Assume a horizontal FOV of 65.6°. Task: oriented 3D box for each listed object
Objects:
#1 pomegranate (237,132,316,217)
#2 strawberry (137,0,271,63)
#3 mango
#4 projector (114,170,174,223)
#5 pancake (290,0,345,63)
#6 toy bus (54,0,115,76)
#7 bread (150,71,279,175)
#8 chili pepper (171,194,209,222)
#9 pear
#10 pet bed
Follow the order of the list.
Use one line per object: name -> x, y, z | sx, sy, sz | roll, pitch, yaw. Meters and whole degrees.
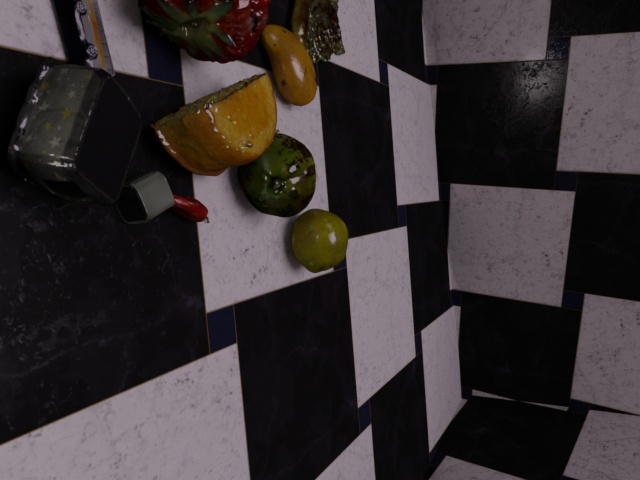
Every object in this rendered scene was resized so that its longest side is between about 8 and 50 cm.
pomegranate -> -0.094, -0.184, 1.373 | 0.276, 0.203, 0.222 | -20, 124, -56
strawberry -> -0.238, -0.568, 1.094 | 0.291, 0.291, 0.310 | 36, 72, -53
mango -> -0.088, -0.533, 1.504 | 0.157, 0.108, 0.262 | -59, 134, -37
projector -> -0.367, -0.089, 1.029 | 0.082, 0.083, 0.083 | -46, 127, -51
pancake -> 0.000, -0.751, 1.710 | 0.427, 0.066, 0.305 | -56, 136, -47
toy bus -> -0.447, -0.393, 0.944 | 0.072, 0.057, 0.172 | -35, 119, -61
bread -> -0.218, -0.263, 1.180 | 0.340, 0.194, 0.179 | -53, 127, -51
chili pepper -> -0.303, -0.076, 1.152 | 0.050, 0.059, 0.191 | -65, 164, -5
pear -> 0.001, -0.001, 1.549 | 0.198, 0.198, 0.198 | 6, 83, -59
pet bed -> -0.438, -0.184, 0.867 | 0.183, 0.159, 0.211 | 78, 21, -71
